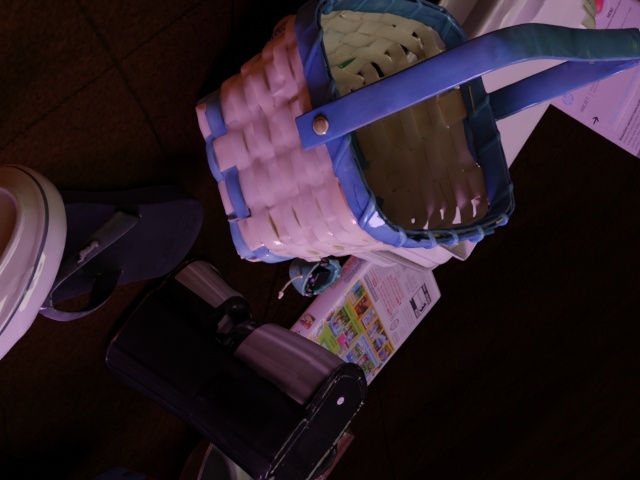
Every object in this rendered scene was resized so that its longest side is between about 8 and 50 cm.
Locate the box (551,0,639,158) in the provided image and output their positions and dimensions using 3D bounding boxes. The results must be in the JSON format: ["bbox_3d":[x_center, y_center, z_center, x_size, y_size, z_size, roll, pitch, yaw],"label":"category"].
[{"bbox_3d":[0.330,-0.167,1.674,0.038,0.186,0.145,-23,141,-54],"label":"box"}]

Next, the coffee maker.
[{"bbox_3d":[-0.081,0.122,1.301,0.171,0.178,0.120,-43,152,-30],"label":"coffee maker"}]

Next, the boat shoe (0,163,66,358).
[{"bbox_3d":[-0.263,0.056,0.990,0.267,0.096,0.088,-45,161,-1],"label":"boat shoe"}]

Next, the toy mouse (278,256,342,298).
[{"bbox_3d":[0.000,0.000,1.474,0.143,0.031,0.161,-43,155,-25],"label":"toy mouse"}]

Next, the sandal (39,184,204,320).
[{"bbox_3d":[-0.160,0.010,1.158,0.254,0.054,0.097,-21,140,-52],"label":"sandal"}]

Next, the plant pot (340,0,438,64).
[{"bbox_3d":[0.090,-0.239,1.325,0.236,0.032,0.236,-42,153,-27],"label":"plant pot"}]

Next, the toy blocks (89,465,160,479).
[{"bbox_3d":[-0.238,0.339,1.299,0.261,0.191,0.381,-19,123,-64],"label":"toy blocks"}]

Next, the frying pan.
[{"bbox_3d":[-0.070,0.231,1.607,0.326,0.053,0.197,-59,144,-53],"label":"frying pan"}]

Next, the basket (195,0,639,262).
[{"bbox_3d":[0.071,-0.093,1.192,0.289,0.201,0.255,-16,175,30],"label":"basket"}]

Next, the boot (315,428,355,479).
[{"bbox_3d":[0.010,0.253,1.832,0.114,0.037,0.106,-59,159,-1],"label":"boot"}]

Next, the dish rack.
[{"bbox_3d":[0.138,-0.113,1.460,0.332,0.072,0.285,-58,157,4],"label":"dish rack"}]

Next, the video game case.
[{"bbox_3d":[0.037,0.088,1.672,0.206,0.026,0.227,-50,157,-10],"label":"video game case"}]
